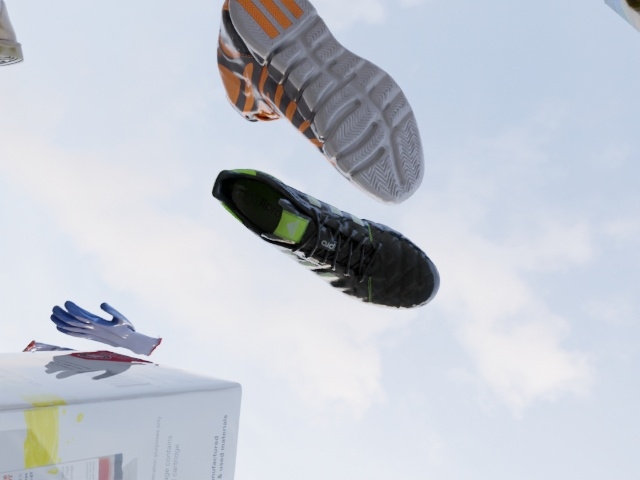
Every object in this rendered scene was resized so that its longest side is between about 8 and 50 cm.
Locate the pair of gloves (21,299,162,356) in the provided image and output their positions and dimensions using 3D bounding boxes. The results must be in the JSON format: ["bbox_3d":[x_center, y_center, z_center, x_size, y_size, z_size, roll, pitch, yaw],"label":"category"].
[{"bbox_3d":[-0.322,0.152,0.934,0.198,0.159,0.023,-41,-144,33],"label":"pair of gloves"}]

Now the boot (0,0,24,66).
[{"bbox_3d":[-0.459,-0.345,0.767,0.089,0.236,0.269,-8,-82,10],"label":"boot"}]

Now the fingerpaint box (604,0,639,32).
[{"bbox_3d":[0.450,-0.495,0.829,0.163,0.371,0.444,-12,-61,15],"label":"fingerpaint box"}]

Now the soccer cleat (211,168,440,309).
[{"bbox_3d":[0.000,0.000,0.476,0.179,0.072,0.060,28,-83,15],"label":"soccer cleat"}]

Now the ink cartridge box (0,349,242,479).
[{"bbox_3d":[-0.313,0.202,0.635,0.279,0.385,0.160,3,-94,43],"label":"ink cartridge box"}]

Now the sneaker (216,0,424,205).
[{"bbox_3d":[-0.008,-0.170,0.841,0.321,0.125,0.180,52,-21,-5],"label":"sneaker"}]
